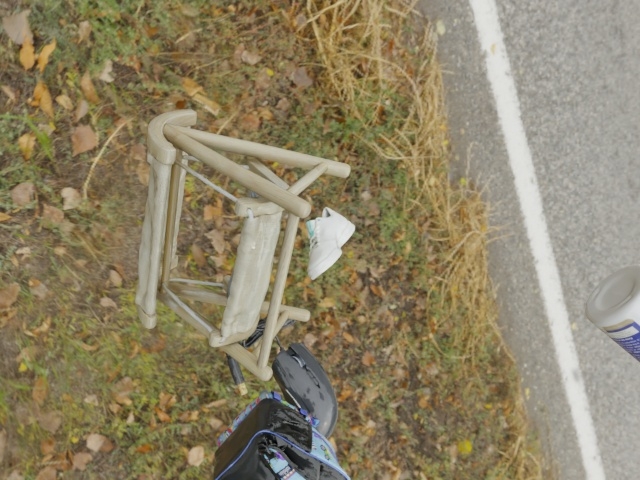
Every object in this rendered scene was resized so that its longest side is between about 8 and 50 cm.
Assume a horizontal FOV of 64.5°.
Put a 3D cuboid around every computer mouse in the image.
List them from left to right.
[{"bbox_3d":[-0.059,0.251,0.907,0.184,0.060,0.262,-15,79,-45],"label":"computer mouse"}]

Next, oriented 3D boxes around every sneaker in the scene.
[{"bbox_3d":[0.000,0.000,1.070,0.094,0.080,0.212,45,33,-9],"label":"sneaker"}]

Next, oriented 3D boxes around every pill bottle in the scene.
[{"bbox_3d":[0.499,0.133,0.740,0.187,0.112,0.112,40,66,-1],"label":"pill bottle"}]

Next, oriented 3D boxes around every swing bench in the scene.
[{"bbox_3d":[-0.128,-0.002,0.657,0.165,0.255,0.253,-50,157,-60],"label":"swing bench"}]

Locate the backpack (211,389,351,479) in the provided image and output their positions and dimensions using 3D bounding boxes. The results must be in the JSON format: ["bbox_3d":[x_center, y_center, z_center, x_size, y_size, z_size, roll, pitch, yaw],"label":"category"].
[{"bbox_3d":[-0.048,0.317,0.707,0.173,0.117,0.158,34,107,-15],"label":"backpack"}]
